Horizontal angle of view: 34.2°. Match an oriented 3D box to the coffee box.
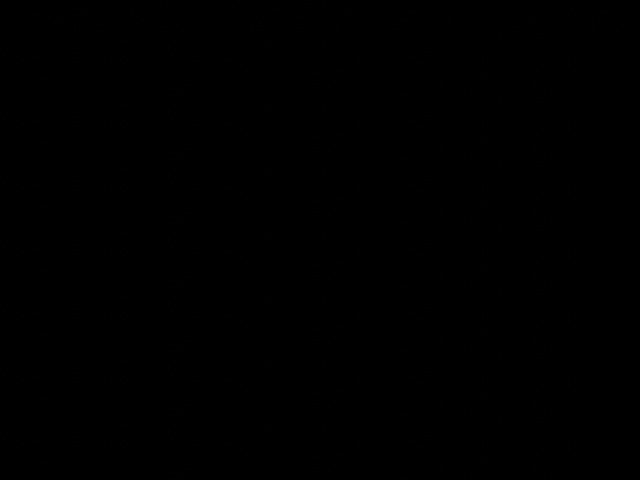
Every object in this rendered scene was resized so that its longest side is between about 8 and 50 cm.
[{"bbox_3d":[0.000,0.000,0.207,0.338,0.337,0.334,-11,-53,20],"label":"coffee box"}]
